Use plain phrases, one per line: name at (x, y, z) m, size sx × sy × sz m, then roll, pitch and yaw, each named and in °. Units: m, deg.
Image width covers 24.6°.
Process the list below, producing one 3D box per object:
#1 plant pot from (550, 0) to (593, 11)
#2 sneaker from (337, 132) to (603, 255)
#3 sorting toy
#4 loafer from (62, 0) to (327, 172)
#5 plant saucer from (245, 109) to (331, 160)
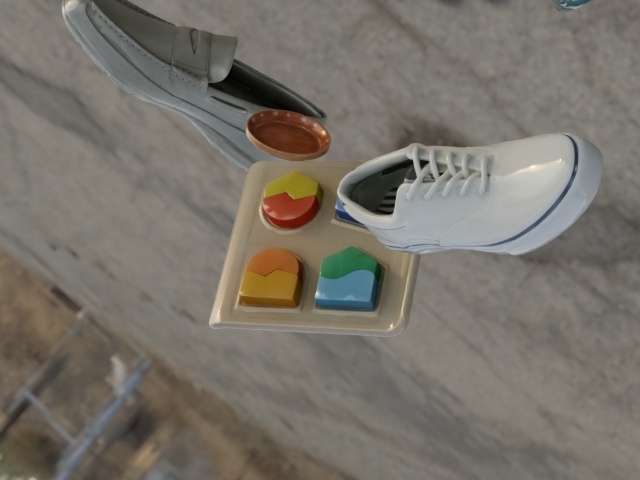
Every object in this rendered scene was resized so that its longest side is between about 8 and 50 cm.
plant pot at (0.165, -0.401, 1.035) m, size 0.334 × 0.341 × 0.341 m, roll 41°, pitch 173°, yaw -10°
sneaker at (0.109, -0.038, 1.173) m, size 0.091 × 0.094 × 0.258 m, roll 22°, pitch 157°, yaw -32°
sorting toy at (0.000, 0.000, 1.421) m, size 0.208 × 0.193 × 0.038 m, roll -1°, pitch 148°, yaw 22°
loafer at (-0.134, -0.190, 1.606) m, size 0.319 × 0.111 × 0.112 m, roll 33°, pitch -149°, yaw -26°
plant saucer at (-0.032, -0.100, 1.413) m, size 0.083 × 0.083 × 0.013 m, roll 38°, pitch 128°, yaw 32°
